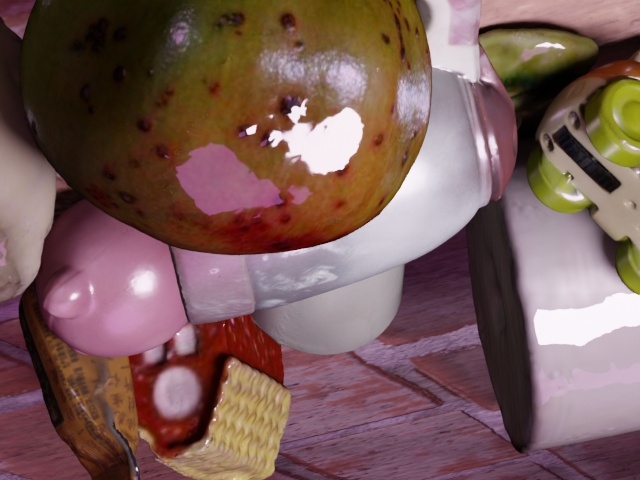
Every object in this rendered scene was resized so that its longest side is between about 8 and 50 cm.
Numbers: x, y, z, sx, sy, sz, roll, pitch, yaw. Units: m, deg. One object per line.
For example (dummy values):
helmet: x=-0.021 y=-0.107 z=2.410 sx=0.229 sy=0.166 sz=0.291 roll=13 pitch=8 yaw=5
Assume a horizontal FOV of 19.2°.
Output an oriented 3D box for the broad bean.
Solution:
broad bean: x=0.154 y=-0.137 z=1.726 sx=0.153 sy=0.072 sz=0.207 roll=3 pitch=145 yaw=-38

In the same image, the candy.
candy: x=-0.250 y=0.144 z=2.029 sx=0.101 sy=0.271 sz=0.143 roll=-13 pitch=167 yaw=-24

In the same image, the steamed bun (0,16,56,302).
steamed bun: x=-0.350 y=-0.098 z=1.402 sx=0.324 sy=0.219 sz=0.310 roll=-9 pitch=139 yaw=32

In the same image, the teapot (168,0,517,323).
teapot: x=0.008 y=-0.105 z=1.575 sx=0.312 sy=0.233 sz=0.315 roll=-13 pitch=133 yaw=-6

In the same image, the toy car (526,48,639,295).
toy car: x=0.325 y=-0.085 z=1.701 sx=0.235 sy=0.235 sz=0.145 roll=0 pitch=160 yaw=-23

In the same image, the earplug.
earplug: x=0.362 y=0.033 z=1.899 sx=0.394 sy=0.313 sz=0.313 roll=-8 pitch=160 yaw=-4

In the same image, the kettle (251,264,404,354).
kettle: x=-0.024 y=-0.018 z=1.837 sx=0.240 sy=0.165 sz=0.255 roll=14 pitch=155 yaw=7

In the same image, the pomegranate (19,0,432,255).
pomegranate: x=-0.068 y=-0.148 z=1.315 sx=0.290 sy=0.323 sz=0.291 roll=-6 pitch=-165 yaw=2

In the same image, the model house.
model house: x=-0.132 y=0.162 z=2.143 sx=0.160 sy=0.254 sz=0.196 roll=-18 pitch=159 yaw=15

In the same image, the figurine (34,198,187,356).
figurine: x=-0.204 y=0.036 z=1.889 sx=0.173 sy=0.173 sz=0.173 roll=-7 pitch=160 yaw=-3
